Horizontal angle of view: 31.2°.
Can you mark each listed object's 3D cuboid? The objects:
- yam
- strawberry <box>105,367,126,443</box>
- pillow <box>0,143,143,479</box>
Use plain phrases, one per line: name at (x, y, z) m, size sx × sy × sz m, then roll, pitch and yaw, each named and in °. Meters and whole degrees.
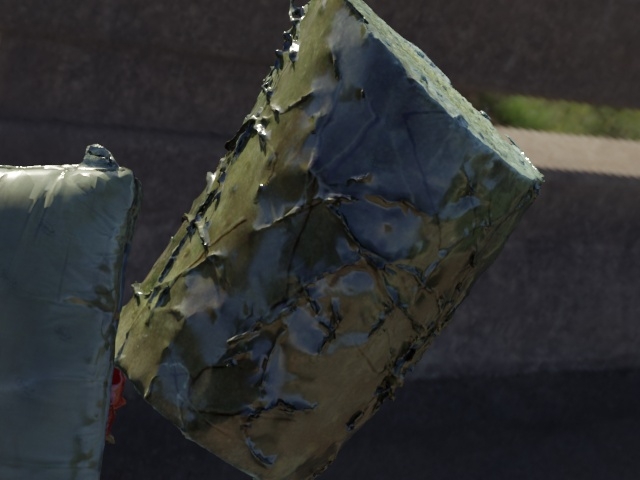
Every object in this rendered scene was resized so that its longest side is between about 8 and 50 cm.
yam at (0.000, 0.000, 0.861) m, size 0.241 × 0.348 × 0.241 m, roll 33°, pitch 7°, yaw -5°
strawberry at (-0.332, 0.110, 1.017) m, size 0.292 × 0.292 × 0.343 m, roll 36°, pitch -7°, yaw 17°
pillow at (-0.188, 0.098, 0.536) m, size 0.184 × 0.303 × 0.075 m, roll 5°, pitch -6°, yaw 4°
